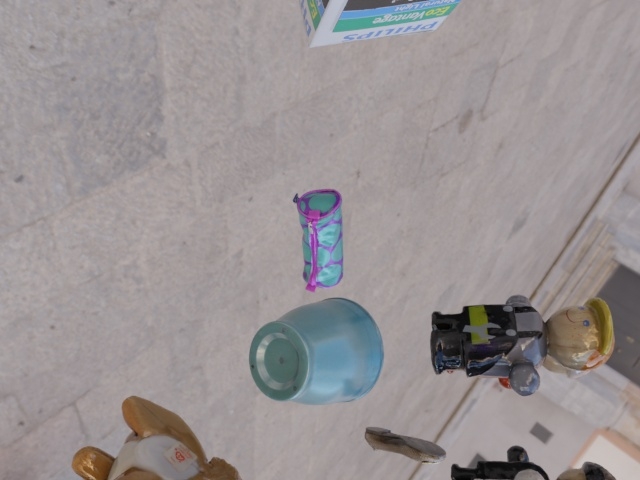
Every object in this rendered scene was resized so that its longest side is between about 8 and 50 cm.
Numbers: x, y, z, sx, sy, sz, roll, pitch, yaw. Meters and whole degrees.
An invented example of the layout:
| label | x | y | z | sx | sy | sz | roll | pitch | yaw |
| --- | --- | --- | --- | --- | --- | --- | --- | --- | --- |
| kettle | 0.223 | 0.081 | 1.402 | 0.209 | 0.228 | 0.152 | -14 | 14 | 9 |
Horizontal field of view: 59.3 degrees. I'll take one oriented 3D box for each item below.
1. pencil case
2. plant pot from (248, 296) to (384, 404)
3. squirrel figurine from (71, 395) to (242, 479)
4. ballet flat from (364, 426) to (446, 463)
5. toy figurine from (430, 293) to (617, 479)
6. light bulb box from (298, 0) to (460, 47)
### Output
| label | x | y | z | sx | sy | sz | roll | pitch | yaw |
| --- | --- | --- | --- | --- | --- | --- | --- | --- | --- |
| pencil case | 0.000 | 0.000 | 0.795 | 0.070 | 0.065 | 0.151 | -54 | 152 | -39 |
| plant pot | -0.026 | 0.277 | 1.372 | 0.255 | 0.272 | 0.271 | 6 | 116 | -54 |
| squirrel figurine | -0.370 | 0.591 | 1.193 | 0.397 | 0.281 | 0.370 | 31 | 106 | -28 |
| ballet flat | 0.207 | 0.523 | 1.413 | 0.084 | 0.250 | 0.058 | 12 | 81 | -43 |
| toy figurine | 0.177 | 0.152 | 0.469 | 0.209 | 0.148 | 0.212 | 45 | 44 | -67 |
| light bulb box | 0.081 | -0.499 | 0.723 | 0.226 | 0.357 | 0.361 | -12 | 176 | -13 |
